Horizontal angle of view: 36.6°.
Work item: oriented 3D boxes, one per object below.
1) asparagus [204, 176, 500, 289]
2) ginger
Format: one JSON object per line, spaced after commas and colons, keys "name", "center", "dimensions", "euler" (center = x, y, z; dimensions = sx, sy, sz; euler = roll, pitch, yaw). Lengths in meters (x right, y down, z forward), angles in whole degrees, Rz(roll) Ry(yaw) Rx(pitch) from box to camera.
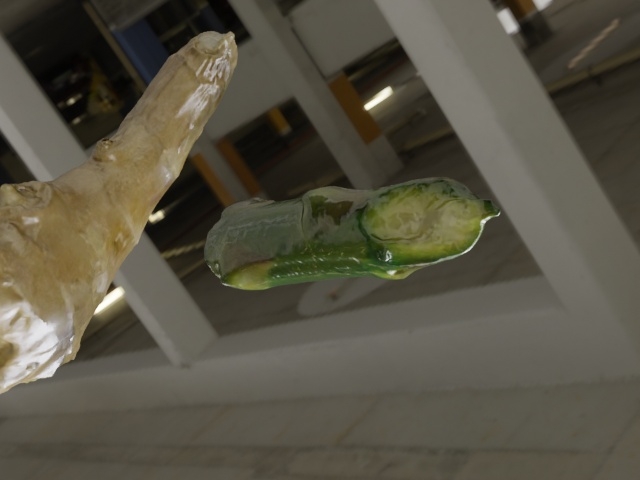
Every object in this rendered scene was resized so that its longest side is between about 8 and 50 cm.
{"name": "asparagus", "center": [0.000, -0.002, 0.757], "dimensions": [0.085, 0.082, 0.343], "euler": [1, 177, -32]}
{"name": "ginger", "center": [-0.146, -0.032, 0.632], "dimensions": [0.086, 0.131, 0.294], "euler": [20, -117, 25]}
